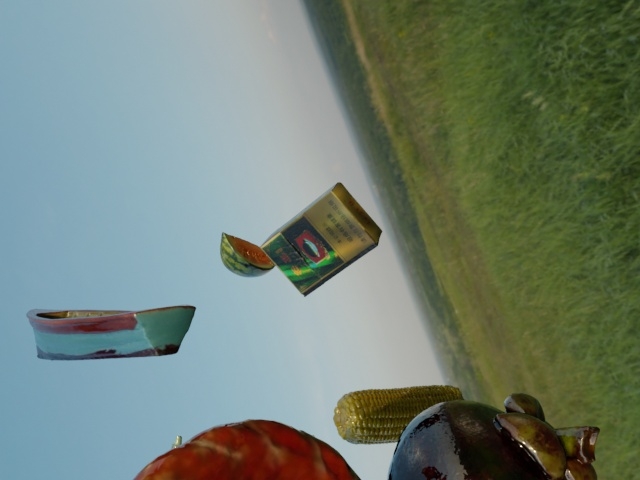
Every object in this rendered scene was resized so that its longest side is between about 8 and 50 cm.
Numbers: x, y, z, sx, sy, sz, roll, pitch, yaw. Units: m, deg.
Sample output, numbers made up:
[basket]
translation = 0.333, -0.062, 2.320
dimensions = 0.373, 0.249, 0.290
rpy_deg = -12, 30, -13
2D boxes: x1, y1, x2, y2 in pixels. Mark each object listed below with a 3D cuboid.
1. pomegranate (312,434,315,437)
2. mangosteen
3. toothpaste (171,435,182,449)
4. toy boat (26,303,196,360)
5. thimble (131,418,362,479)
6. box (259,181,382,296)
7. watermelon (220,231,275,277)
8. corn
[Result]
[pomegranate]
translation = -0.048, 0.512, 1.318
dimensions = 0.180, 0.180, 0.209
rpy_deg = -37, -37, -84
[mangosteen]
translation = 0.276, 0.381, 0.977
dimensions = 0.307, 0.347, 0.307
rpy_deg = 51, -179, -1
[toothpaste]
translation = -0.400, 0.630, 1.695
dimensions = 0.029, 0.048, 0.197
rpy_deg = 173, 107, -69
[toy boat]
translation = -0.315, 0.124, 0.864
dimensions = 0.136, 0.392, 0.079
rpy_deg = -1, -97, -46
[thimble]
translation = -0.092, 0.378, 0.650
dimensions = 0.350, 0.230, 0.350
rpy_deg = 22, -138, -21
[box]
translation = 0.000, 0.000, 1.403
dimensions = 0.159, 0.240, 0.071
rpy_deg = 47, -150, -10
[watermelon]
translation = -0.171, 0.050, 1.498
dimensions = 0.163, 0.086, 0.069
rpy_deg = 23, 178, -32
[corn]
translation = 0.197, 0.411, 1.487
dimensions = 0.131, 0.345, 0.131
rpy_deg = -6, 83, 63
